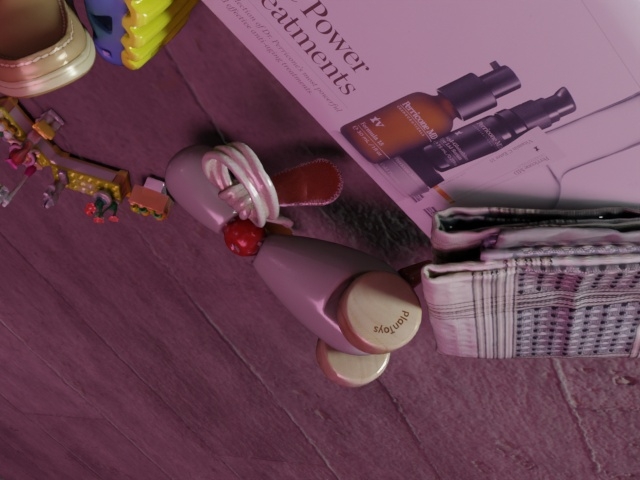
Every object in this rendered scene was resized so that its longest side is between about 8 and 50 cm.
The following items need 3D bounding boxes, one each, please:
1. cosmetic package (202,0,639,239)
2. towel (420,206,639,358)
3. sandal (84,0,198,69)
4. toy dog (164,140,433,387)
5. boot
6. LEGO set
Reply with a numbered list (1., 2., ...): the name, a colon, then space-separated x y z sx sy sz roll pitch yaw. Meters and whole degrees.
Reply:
1. cosmetic package: 0.122 -0.158 0.623 0.284 0.097 0.377 -23 125 40
2. towel: 0.261 0.060 0.760 0.312 0.056 0.324 0 153 11
3. sandal: -0.158 -0.281 0.603 0.138 0.126 0.317 23 135 7
4. toy dog: 0.000 0.000 0.845 0.333 0.161 0.220 54 152 -12
5. boot: -0.267 -0.249 0.613 0.095 0.262 0.203 -21 137 -11
6. LEGO set: -0.327 -0.080 0.932 0.287 0.107 0.132 40 140 -21
